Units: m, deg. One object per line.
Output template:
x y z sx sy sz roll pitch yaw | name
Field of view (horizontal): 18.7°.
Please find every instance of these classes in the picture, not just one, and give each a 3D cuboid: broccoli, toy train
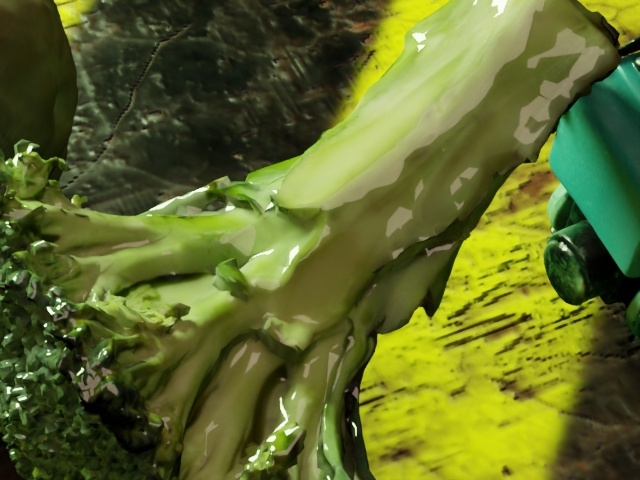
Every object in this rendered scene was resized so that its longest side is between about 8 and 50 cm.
-0.018 -0.008 0.927 0.252 0.221 0.361 16 65 21 | broccoli
0.218 -0.040 1.058 0.203 0.163 0.112 -21 59 -21 | toy train

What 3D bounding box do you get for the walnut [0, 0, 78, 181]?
-0.229 -0.075 0.992 0.224 0.224 0.224 4 52 -5 | walnut
